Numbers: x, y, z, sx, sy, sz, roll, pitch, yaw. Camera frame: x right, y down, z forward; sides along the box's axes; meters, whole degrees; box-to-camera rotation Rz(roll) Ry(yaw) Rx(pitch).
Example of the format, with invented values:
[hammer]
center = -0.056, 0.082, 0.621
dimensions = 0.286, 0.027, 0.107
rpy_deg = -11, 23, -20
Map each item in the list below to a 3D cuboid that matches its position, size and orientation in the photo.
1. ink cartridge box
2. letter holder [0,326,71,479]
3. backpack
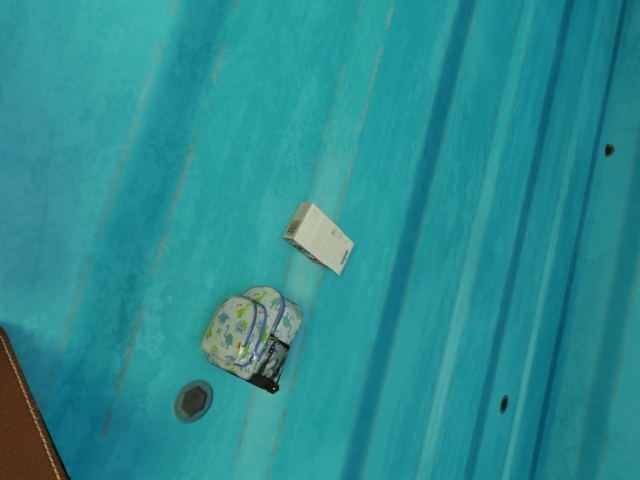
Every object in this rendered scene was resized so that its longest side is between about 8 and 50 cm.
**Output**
[ink cartridge box]
center = 0.000, 0.000, 0.643
dimensions = 0.115, 0.029, 0.062
rpy_deg = 42, 67, -39
[letter holder]
center = -0.354, 0.190, 0.254
dimensions = 0.302, 0.214, 0.151
rpy_deg = -8, 126, -47
[backpack]
center = -0.083, 0.112, 0.528
dimensions = 0.084, 0.105, 0.114
rpy_deg = 44, 64, -38
